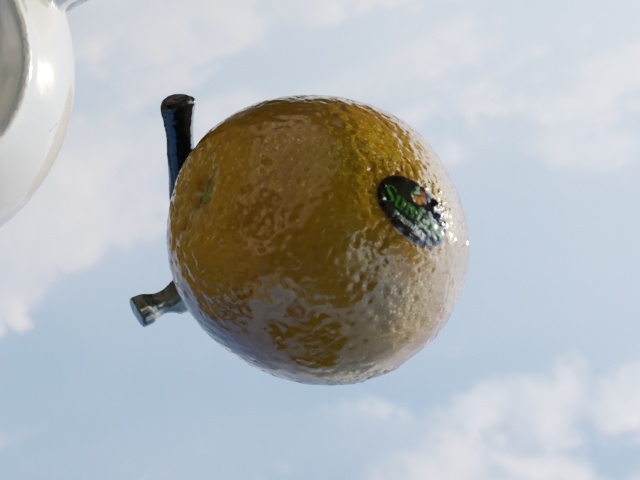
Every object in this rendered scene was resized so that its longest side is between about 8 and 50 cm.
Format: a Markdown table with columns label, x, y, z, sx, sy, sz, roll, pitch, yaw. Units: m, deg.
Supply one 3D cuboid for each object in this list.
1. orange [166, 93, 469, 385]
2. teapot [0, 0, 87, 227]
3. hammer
| label | x | y | z | sx | sy | sz | roll | pitch | yaw |
| --- | --- | --- | --- | --- | --- | --- | --- | --- | --- |
| orange | 0.000 | 0.000 | 1.091 | 0.236 | 0.236 | 0.236 | -18 | -152 | 10 |
| teapot | -0.221 | -0.090 | 0.750 | 0.298 | 0.204 | 0.139 | -26 | -175 | -29 |
| hammer | -0.106 | -0.028 | 1.181 | 0.103 | 0.246 | 0.029 | -22 | -126 | -22 |
